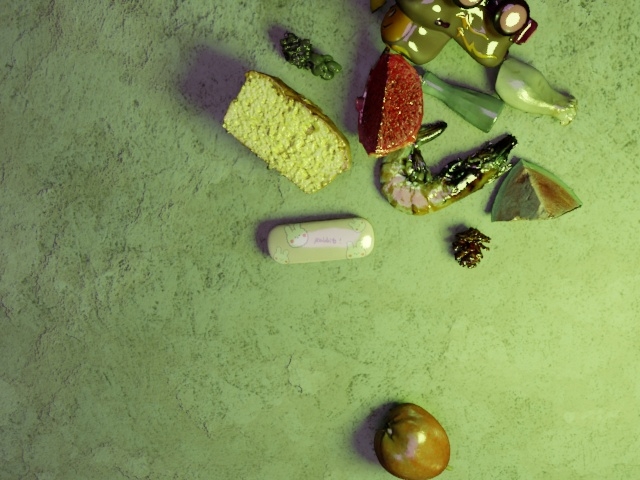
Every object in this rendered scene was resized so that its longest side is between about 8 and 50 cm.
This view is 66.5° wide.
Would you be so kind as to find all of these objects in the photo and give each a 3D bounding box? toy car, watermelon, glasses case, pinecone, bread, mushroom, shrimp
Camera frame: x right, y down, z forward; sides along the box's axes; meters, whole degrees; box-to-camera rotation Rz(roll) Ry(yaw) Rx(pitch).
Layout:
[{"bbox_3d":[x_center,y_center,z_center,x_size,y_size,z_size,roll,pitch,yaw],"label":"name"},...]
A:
[{"bbox_3d":[0.307,-0.511,1.133,0.340,0.271,0.240,24,125,-18],"label":"toy car"},{"bbox_3d":[0.554,-0.081,1.235,0.207,0.202,0.136,17,140,6],"label":"watermelon"},{"bbox_3d":[0.000,0.000,1.342,0.296,0.075,0.113,-6,97,7],"label":"glasses case"},{"bbox_3d":[0.399,0.019,1.297,0.102,0.102,0.109,5,128,6],"label":"pinecone"},{"bbox_3d":[-0.072,-0.272,1.255,0.340,0.179,0.194,38,103,-3],"label":"bread"},{"bbox_3d":[0.536,-0.364,1.213,0.225,0.093,0.116,33,81,5],"label":"mushroom"},{"bbox_3d":[0.324,-0.213,1.280,0.365,0.071,0.233,-30,87,9],"label":"shrimp"}]

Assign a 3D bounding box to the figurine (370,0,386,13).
[{"bbox_3d":[0.185,-0.746,1.154,0.326,0.169,0.218,-38,78,9],"label":"figurine"}]

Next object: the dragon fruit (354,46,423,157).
[{"bbox_3d":[0.174,-0.340,1.252,0.126,0.161,0.274,5,92,-23],"label":"dragon fruit"}]

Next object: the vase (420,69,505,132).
[{"bbox_3d":[0.352,-0.358,1.239,0.214,0.086,0.086,30,102,8],"label":"vase"}]

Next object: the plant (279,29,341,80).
[{"bbox_3d":[-0.029,-0.473,1.268,0.174,0.087,0.085,30,137,-3],"label":"plant"}]

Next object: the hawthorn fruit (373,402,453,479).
[{"bbox_3d":[0.276,0.577,1.363,0.251,0.199,0.199,33,102,-12],"label":"hawthorn fruit"}]
